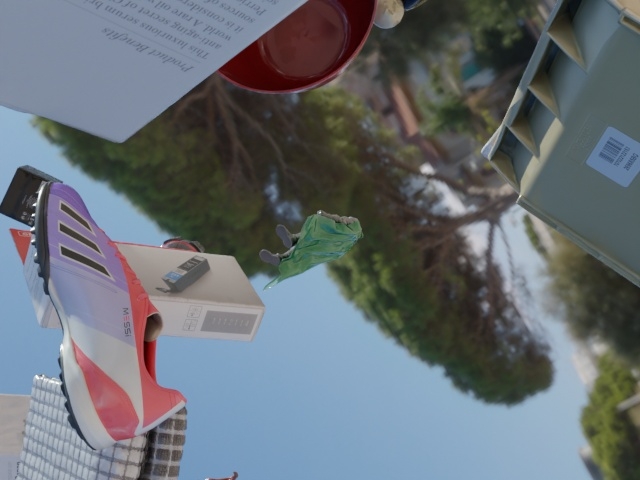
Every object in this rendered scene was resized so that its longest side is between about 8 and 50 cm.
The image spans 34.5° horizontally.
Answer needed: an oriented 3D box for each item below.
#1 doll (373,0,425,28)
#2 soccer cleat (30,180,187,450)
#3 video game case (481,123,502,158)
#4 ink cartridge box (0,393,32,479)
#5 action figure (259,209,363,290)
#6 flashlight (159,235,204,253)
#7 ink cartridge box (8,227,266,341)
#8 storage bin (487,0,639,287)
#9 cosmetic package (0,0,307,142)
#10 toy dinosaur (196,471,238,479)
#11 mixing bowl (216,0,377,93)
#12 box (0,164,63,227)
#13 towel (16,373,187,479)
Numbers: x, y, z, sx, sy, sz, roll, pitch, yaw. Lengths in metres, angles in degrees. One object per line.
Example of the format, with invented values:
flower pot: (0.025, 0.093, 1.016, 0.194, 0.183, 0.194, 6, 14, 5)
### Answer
doll: (0.114, -0.285, 1.112, 0.189, 0.129, 0.046, -48, -69, -30)
soccer cleat: (-0.233, 0.065, 1.119, 0.109, 0.116, 0.318, 72, 179, -62)
video game case: (0.301, -0.084, 1.361, 0.183, 0.023, 0.201, 39, -157, 4)
ink cartridge box: (-0.393, 0.351, 1.615, 0.117, 0.283, 0.207, -96, 15, -47)
action figure: (0.000, 0.000, 1.570, 0.063, 0.137, 0.232, 46, -154, 19)
flashlight: (-0.262, 0.058, 1.735, 0.103, 0.103, 0.304, 50, -173, -2)
ink cartridge box: (-0.257, 0.037, 1.415, 0.296, 0.066, 0.261, 7, -154, -31)
storage bin: (0.257, -0.061, 0.631, 0.260, 0.123, 0.262, 36, 163, 10)
cosmetic package: (-0.083, -0.260, 0.649, 0.230, 0.453, 0.162, 19, -130, -46)
toy dinosaur: (-0.153, 0.331, 1.384, 0.082, 0.090, 0.047, 27, -178, 27)
mixing bowl: (-0.026, -0.217, 1.007, 0.181, 0.181, 0.098, 62, -173, 13)
box: (-0.351, -0.054, 1.251, 0.052, 0.062, 0.083, 25, -179, -11)
towel: (-0.275, 0.299, 1.277, 0.121, 0.283, 0.235, 13, -98, -35)
